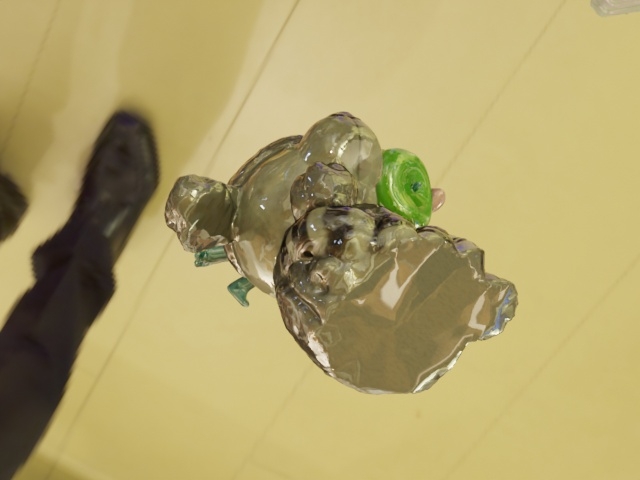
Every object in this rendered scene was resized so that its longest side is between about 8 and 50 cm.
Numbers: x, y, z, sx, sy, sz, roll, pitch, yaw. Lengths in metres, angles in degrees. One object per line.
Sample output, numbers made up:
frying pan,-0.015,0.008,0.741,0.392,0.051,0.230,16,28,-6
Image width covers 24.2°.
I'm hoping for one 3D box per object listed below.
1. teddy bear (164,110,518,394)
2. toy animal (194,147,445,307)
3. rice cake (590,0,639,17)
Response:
teddy bear,-0.005,-0.011,1.021,0.251,0.171,0.144,40,111,37
toy animal,0.000,0.000,1.190,0.208,0.103,0.100,-18,159,28
rice cake,0.386,-0.271,1.515,0.198,0.189,0.037,-10,87,0
